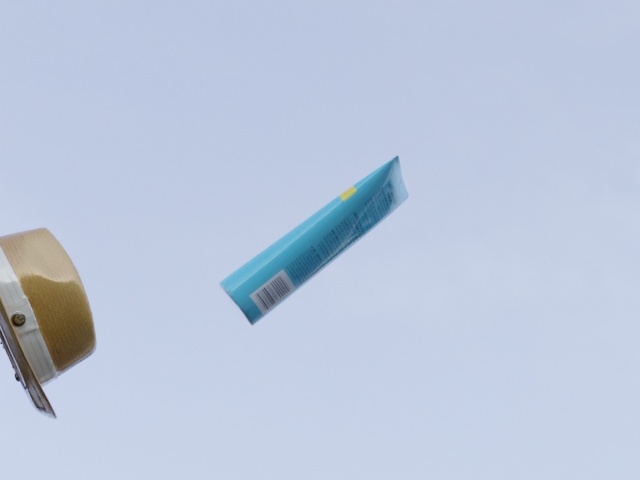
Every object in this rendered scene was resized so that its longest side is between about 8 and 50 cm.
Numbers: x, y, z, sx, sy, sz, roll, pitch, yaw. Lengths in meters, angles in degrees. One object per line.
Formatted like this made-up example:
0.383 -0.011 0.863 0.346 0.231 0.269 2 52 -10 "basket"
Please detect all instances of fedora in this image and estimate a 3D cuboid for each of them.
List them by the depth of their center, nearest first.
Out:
-0.242 0.054 1.183 0.079 0.194 0.194 -24 -43 -16 "fedora"

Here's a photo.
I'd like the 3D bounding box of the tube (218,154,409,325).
0.000 0.000 1.327 0.207 0.052 0.080 -37 -23 -7 "tube"
